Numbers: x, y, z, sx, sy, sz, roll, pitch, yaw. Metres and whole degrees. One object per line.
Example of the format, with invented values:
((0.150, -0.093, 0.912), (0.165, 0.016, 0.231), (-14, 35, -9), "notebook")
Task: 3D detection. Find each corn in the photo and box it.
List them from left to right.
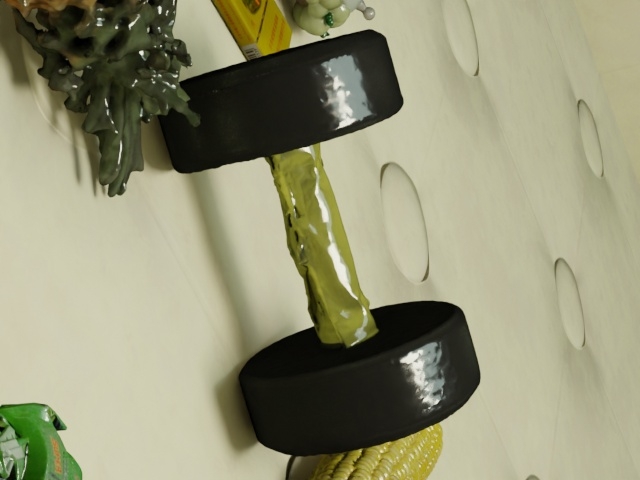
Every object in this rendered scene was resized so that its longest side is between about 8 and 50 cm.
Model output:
((0.047, 0.213, 1.509), (0.244, 0.093, 0.093), (-36, 111, -66), "corn")

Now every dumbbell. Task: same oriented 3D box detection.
((0.000, 0.000, 1.372), (0.204, 0.204, 0.322), (-36, 111, -67), "dumbbell")

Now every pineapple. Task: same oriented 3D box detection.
((-0.166, -0.179, 1.156), (0.169, 0.169, 0.340), (-75, 152, -50), "pineapple")

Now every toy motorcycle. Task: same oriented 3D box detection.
((-0.178, 0.171, 1.033), (0.106, 0.074, 0.190), (-84, 152, -58), "toy motorcycle")

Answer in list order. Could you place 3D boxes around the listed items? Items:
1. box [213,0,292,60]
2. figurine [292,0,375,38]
((-0.073, -0.230, 1.570), (0.155, 0.023, 0.087), (59, 31, -38), "box")
((-0.013, -0.305, 1.676), (0.197, 0.093, 0.147), (64, 2, -11), "figurine")
